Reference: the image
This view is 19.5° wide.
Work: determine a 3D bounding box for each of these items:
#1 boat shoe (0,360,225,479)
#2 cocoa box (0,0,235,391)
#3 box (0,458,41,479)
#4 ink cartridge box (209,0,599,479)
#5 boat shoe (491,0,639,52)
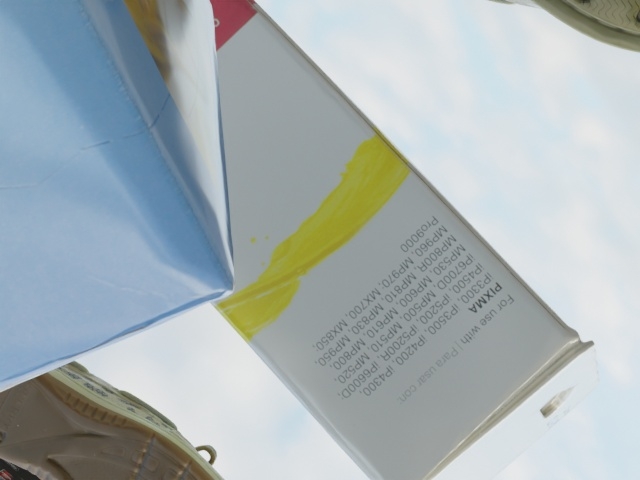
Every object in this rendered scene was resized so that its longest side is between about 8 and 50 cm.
[{"bbox_3d":[-0.158,0.151,1.376,0.285,0.104,0.089,39,-165,0],"label":"boat shoe"},{"bbox_3d":[-0.197,-0.128,0.572,0.231,0.228,0.347,-100,-14,-60],"label":"cocoa box"},{"bbox_3d":[-0.342,0.256,1.735,0.220,0.175,0.051,36,-149,16],"label":"box"},{"bbox_3d":[0.000,0.000,1.279,0.385,0.160,0.279,47,-179,14],"label":"ink cartridge box"},{"bbox_3d":[0.097,-0.163,0.873,0.302,0.113,0.103,14,-161,0],"label":"boat shoe"}]
